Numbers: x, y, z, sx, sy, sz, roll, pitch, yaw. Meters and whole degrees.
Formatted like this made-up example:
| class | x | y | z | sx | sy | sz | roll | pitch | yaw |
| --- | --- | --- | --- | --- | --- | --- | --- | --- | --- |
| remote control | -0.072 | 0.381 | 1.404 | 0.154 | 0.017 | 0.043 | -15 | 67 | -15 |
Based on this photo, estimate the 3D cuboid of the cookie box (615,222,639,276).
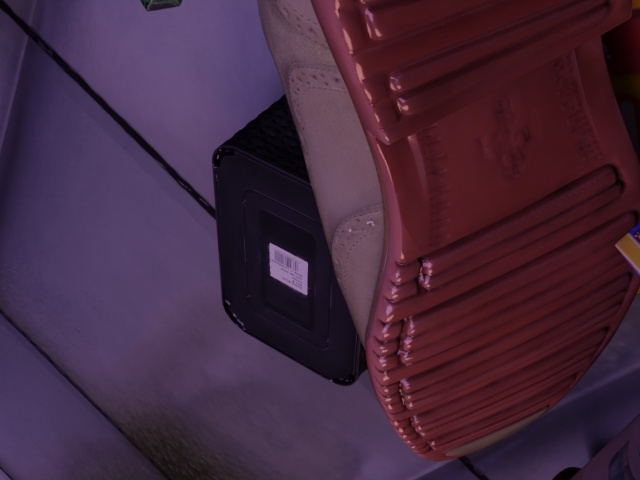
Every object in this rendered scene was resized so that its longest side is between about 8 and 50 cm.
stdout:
| class | x | y | z | sx | sy | sz | roll | pitch | yaw |
| --- | --- | --- | --- | --- | --- | --- | --- | --- | --- |
| cookie box | 0.186 | 0.003 | 0.383 | 0.092 | 0.107 | 0.040 | 54 | -167 | 31 |

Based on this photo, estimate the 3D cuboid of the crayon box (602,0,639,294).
| class | x | y | z | sx | sy | sz | roll | pitch | yaw |
| --- | --- | --- | --- | --- | --- | --- | --- | --- | --- |
| crayon box | 0.097 | -0.118 | 0.488 | 0.202 | 0.081 | 0.318 | -10 | 117 | 49 |

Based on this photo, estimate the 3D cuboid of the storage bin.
| class | x | y | z | sx | sy | sz | roll | pitch | yaw |
| --- | --- | --- | --- | --- | --- | --- | --- | --- | --- |
| storage bin | 0.000 | 0.000 | 0.694 | 0.122 | 0.084 | 0.180 | 27 | 141 | 23 |

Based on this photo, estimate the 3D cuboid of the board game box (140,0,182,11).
| class | x | y | z | sx | sy | sz | roll | pitch | yaw |
| --- | --- | --- | --- | --- | --- | --- | --- | --- | --- |
| board game box | -0.078 | -0.257 | 0.534 | 0.136 | 0.030 | 0.259 | 59 | 146 | 12 |

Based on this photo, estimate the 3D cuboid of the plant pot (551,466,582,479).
| class | x | y | z | sx | sy | sz | roll | pitch | yaw |
| --- | --- | --- | --- | --- | --- | --- | --- | --- | --- |
| plant pot | 0.236 | 0.241 | 0.645 | 0.165 | 0.167 | 0.167 | -1 | 125 | 34 |

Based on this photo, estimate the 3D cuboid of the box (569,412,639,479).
| class | x | y | z | sx | sy | sz | roll | pitch | yaw |
| --- | --- | --- | --- | --- | --- | --- | --- | --- | --- |
| box | 0.273 | 0.154 | 0.440 | 0.262 | 0.231 | 0.127 | 43 | -173 | 3 |

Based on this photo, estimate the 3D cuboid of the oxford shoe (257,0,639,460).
| class | x | y | z | sx | sy | sz | roll | pitch | yaw |
| --- | --- | --- | --- | --- | --- | --- | --- | --- | --- |
| oxford shoe | 0.056 | -0.046 | 0.455 | 0.397 | 0.140 | 0.146 | 80 | 163 | -45 |
